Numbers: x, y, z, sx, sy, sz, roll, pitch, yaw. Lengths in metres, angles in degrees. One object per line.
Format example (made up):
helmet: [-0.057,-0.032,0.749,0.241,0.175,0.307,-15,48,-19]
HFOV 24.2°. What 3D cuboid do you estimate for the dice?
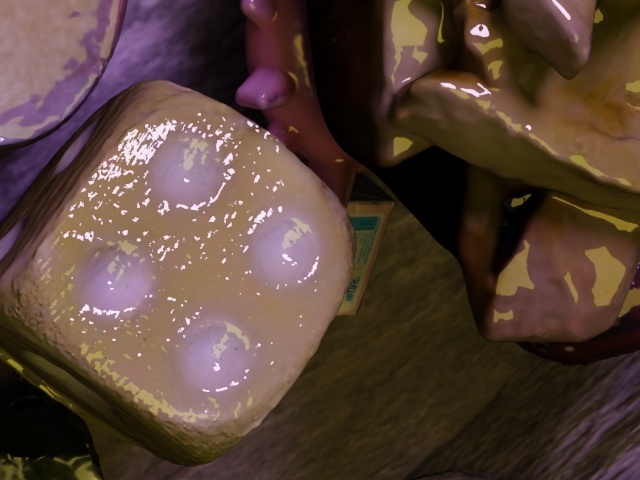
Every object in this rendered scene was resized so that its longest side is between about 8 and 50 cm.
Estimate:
dice: [-0.095,0.020,0.873,0.166,0.169,0.169,40,71,-18]

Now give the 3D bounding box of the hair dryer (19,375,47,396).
hair dryer: [-0.186,0.078,0.984,0.071,0.047,0.150,-15,132,-21]

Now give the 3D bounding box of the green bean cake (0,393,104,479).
green bean cake: [-0.249,0.236,0.966,0.241,0.132,0.255,-11,109,-10]

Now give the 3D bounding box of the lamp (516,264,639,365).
lamp: [0.198,0.017,1.094,0.157,0.156,0.135,-22,92,-54]

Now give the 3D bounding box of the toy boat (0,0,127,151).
toy boat: [-0.184,-0.161,0.816,0.155,0.085,0.227,-8,112,-21]

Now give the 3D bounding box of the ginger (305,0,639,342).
ginger: [0.175,-0.167,0.845,0.358,0.211,0.413,-33,122,-37]

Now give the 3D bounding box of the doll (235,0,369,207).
doll: [0.031,-0.118,0.928,0.211,0.093,0.262,-57,136,-17]

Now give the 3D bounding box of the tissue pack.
tissue pack: [0.000,0.000,1.019,0.074,0.059,0.094,2,119,-32]
